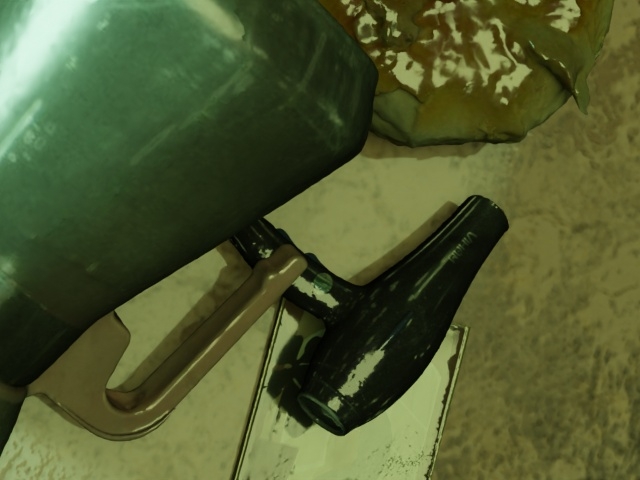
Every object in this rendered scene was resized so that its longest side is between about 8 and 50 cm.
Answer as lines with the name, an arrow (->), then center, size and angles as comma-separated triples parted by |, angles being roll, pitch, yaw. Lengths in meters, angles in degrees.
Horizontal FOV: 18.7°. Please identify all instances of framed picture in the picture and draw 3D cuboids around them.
framed picture -> 0.015, 0.138, 1.336 | 0.136, 0.010, 0.201 | 16, 84, -11

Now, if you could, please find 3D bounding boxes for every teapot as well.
teapot -> -0.141, -0.037, 1.188 | 0.344, 0.253, 0.300 | -45, 120, 3

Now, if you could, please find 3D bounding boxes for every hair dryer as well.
hair dryer -> 0.000, 0.000, 1.310 | 0.219, 0.075, 0.195 | 40, 69, -1

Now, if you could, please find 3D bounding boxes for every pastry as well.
pastry -> 0.084, -0.184, 1.310 | 0.257, 0.121, 0.236 | 28, 82, -9
